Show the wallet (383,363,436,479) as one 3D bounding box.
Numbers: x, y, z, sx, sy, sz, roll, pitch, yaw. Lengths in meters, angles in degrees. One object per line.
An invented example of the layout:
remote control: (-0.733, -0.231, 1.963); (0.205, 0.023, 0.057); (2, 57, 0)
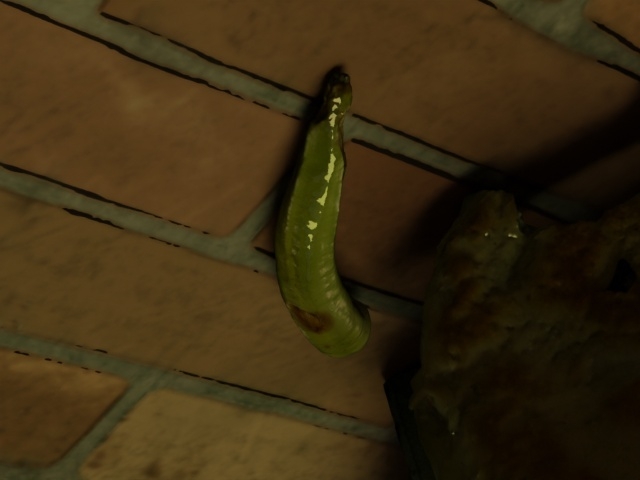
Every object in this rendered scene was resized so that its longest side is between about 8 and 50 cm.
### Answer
wallet: (0.213, 0.048, 1.064); (0.379, 0.190, 0.046); (-28, 113, 6)

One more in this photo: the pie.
pie: (0.180, 0.056, 0.959); (0.302, 0.302, 0.067); (-29, 140, 6)

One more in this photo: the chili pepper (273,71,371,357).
chili pepper: (-0.001, 0.001, 1.004); (0.049, 0.043, 0.208); (-7, 140, -1)
